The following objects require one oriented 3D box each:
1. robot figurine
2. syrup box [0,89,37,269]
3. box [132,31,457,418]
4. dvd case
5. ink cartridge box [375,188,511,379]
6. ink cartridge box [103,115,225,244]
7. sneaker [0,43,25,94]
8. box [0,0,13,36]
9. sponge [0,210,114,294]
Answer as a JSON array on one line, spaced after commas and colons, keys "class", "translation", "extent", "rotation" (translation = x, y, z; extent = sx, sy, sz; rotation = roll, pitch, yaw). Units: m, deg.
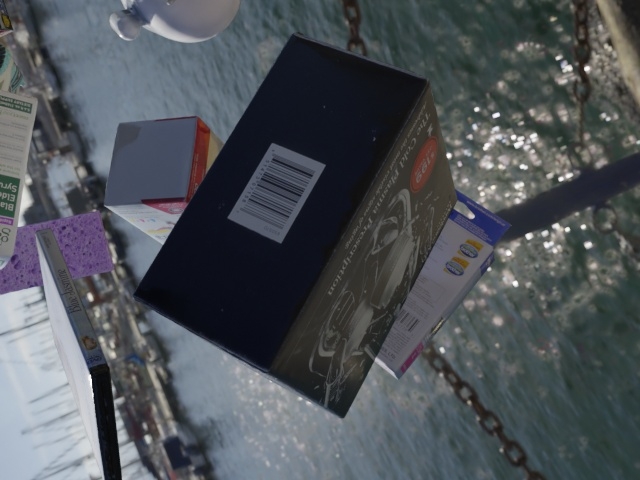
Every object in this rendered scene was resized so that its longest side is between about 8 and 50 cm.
[{"class": "robot figurine", "translation": [-0.264, -0.479, 1.431], "extent": [0.200, 0.300, 0.353], "rotation": [50, 175, -29]}, {"class": "syrup box", "translation": [-0.465, -0.086, 1.065], "extent": [0.096, 0.093, 0.237], "rotation": [-26, 58, 56]}, {"class": "box", "translation": [0.000, 0.000, 0.910], "extent": [0.179, 0.343, 0.312], "rotation": [25, 168, 22]}, {"class": "dvd case", "translation": [-0.274, 0.127, 0.863], "extent": [0.253, 0.022, 0.180], "rotation": [49, 144, 44]}, {"class": "ink cartridge box", "translation": [0.152, 0.052, 1.273], "extent": [0.185, 0.311, 0.065], "rotation": [36, 172, 26]}, {"class": "ink cartridge box", "translation": [-0.197, -0.077, 1.086], "extent": [0.176, 0.128, 0.127], "rotation": [45, -135, -63]}, {"class": "sneaker", "translation": [-0.676, -0.262, 1.586], "extent": [0.122, 0.110, 0.283], "rotation": [60, -145, -59]}, {"class": "box", "translation": [-0.469, -0.290, 0.981], "extent": [0.027, 0.137, 0.094], "rotation": [-25, -82, -74]}, {"class": "sponge", "translation": [-0.504, 0.022, 1.433], "extent": [0.031, 0.210, 0.117], "rotation": [-156, 54, -77]}]
